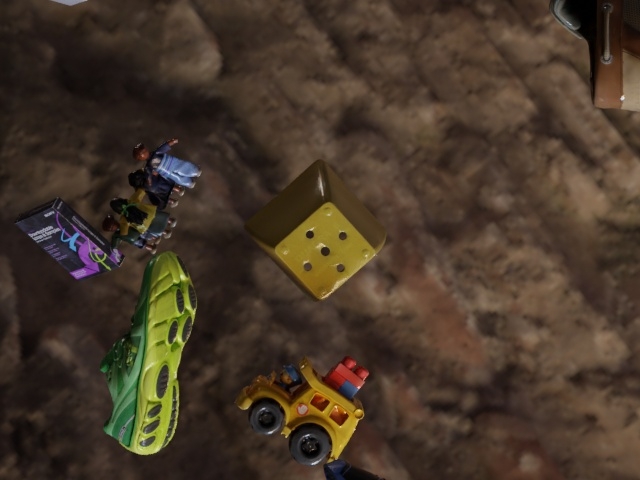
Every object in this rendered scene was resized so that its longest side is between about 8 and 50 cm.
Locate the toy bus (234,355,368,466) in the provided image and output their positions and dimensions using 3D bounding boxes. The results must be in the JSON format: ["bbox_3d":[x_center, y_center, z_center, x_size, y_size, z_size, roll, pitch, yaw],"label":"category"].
[{"bbox_3d":[-0.019,0.290,2.566,0.220,0.211,0.149,35,-176,-3],"label":"toy bus"}]

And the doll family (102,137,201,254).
[{"bbox_3d":[-0.264,-0.069,2.105,0.111,0.193,0.076,26,177,-25],"label":"doll family"}]

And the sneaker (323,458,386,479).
[{"bbox_3d":[0.095,0.354,1.807,0.232,0.090,0.081,43,151,43],"label":"sneaker"}]

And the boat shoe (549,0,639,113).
[{"bbox_3d":[0.288,-0.254,1.364,0.122,0.120,0.324,81,-177,-50],"label":"boat shoe"}]

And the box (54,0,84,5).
[{"bbox_3d":[-0.327,-0.353,1.716,0.087,0.101,0.101,14,179,-23],"label":"box"}]

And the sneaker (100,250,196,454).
[{"bbox_3d":[-0.261,0.158,1.999,0.124,0.295,0.109,10,179,28],"label":"sneaker"}]

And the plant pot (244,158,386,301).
[{"bbox_3d":[0.000,0.000,2.695,0.212,0.212,0.187,48,-175,-15],"label":"plant pot"}]

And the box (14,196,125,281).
[{"bbox_3d":[-0.427,0.000,2.353,0.162,0.116,0.029,46,-133,-25],"label":"box"}]
